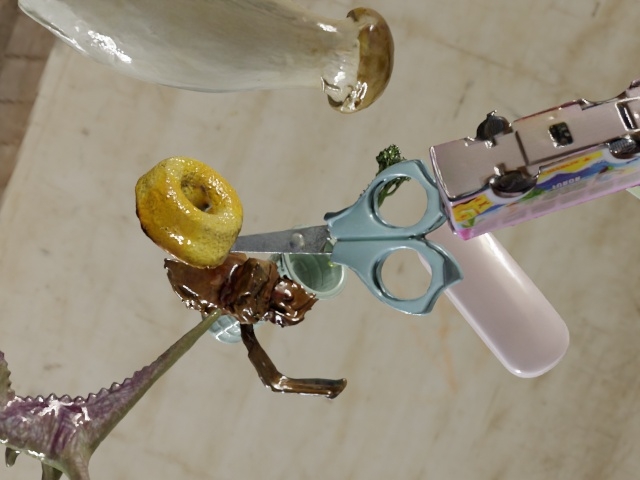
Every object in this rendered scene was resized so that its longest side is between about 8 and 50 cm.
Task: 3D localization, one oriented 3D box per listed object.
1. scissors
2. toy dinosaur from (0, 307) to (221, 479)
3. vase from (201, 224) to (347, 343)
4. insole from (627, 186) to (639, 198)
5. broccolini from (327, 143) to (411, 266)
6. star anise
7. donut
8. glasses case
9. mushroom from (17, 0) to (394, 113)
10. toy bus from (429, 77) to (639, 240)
[{"bbox_3d":[-0.001,0.000,1.480,0.029,0.360,0.191,0,88,-73],"label":"scissors"},{"bbox_3d":[-0.221,0.160,1.073,0.072,0.251,0.200,-40,131,-88],"label":"toy dinosaur"},{"bbox_3d":[-0.098,0.092,2.168,0.299,0.143,0.143,-32,-162,44],"label":"vase"},{"bbox_3d":[0.577,-0.035,1.872,0.007,0.322,0.109,-52,173,-15],"label":"insole"},{"bbox_3d":[0.056,-0.036,1.522,0.194,0.054,0.052,-56,-176,24],"label":"broccolini"},{"bbox_3d":[-0.088,0.115,1.837,0.148,0.346,0.237,-47,-169,-17],"label":"star anise"},{"bbox_3d":[-0.155,-0.040,1.436,0.058,0.152,0.152,-48,-179,29],"label":"donut"},{"bbox_3d":[0.264,0.079,1.824,0.113,0.297,0.075,-35,160,-6],"label":"glasses case"},{"bbox_3d":[-0.100,-0.196,1.094,0.128,0.350,0.128,-170,-90,-76],"label":"mushroom"},{"bbox_3d":[0.261,-0.091,1.287,0.112,0.274,0.090,70,4,-55],"label":"toy bus"}]
